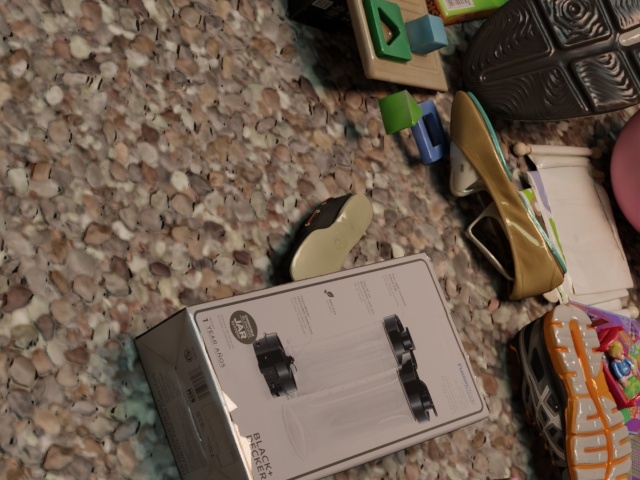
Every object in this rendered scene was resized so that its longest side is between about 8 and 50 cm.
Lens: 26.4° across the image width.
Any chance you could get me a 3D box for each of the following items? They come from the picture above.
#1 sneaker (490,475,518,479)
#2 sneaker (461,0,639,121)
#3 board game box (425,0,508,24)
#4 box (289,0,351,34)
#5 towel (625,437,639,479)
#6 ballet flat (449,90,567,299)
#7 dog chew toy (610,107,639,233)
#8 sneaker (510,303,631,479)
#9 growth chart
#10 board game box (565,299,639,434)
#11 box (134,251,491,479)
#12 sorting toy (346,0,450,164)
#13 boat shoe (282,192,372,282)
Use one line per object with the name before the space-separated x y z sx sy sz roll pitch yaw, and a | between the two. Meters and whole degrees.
sneaker | 0.152 0.264 1.277 0.119 0.047 0.057 -17 92 -42
sneaker | 0.360 -0.224 1.616 0.448 0.257 0.169 -22 82 -10
board game box | 0.194 -0.327 1.610 0.259 0.039 0.124 -19 81 -42
box | 0.004 -0.267 1.409 0.062 0.052 0.083 15 59 -36
towel | 0.331 0.240 1.458 0.083 0.009 0.060 25 54 -30
ballet flat | 0.177 -0.044 1.427 0.073 0.080 0.232 -28 88 -2
dog chew toy | 0.480 -0.024 1.542 0.207 0.206 0.332 -11 57 -42
sneaker | 0.249 0.176 1.376 0.084 0.083 0.214 3 72 -39
growth chart | 0.285 -0.008 1.537 0.172 0.021 0.237 6 65 -37
board game box | 0.319 0.136 1.470 0.169 0.033 0.133 16 67 -36
box | 0.000 0.120 1.188 0.290 0.087 0.169 -13 77 -42
sorting toy | 0.081 -0.252 1.415 0.196 0.047 0.347 1 73 -61
boat shoe | 0.001 0.002 1.282 0.133 0.042 0.049 -49 123 -43
